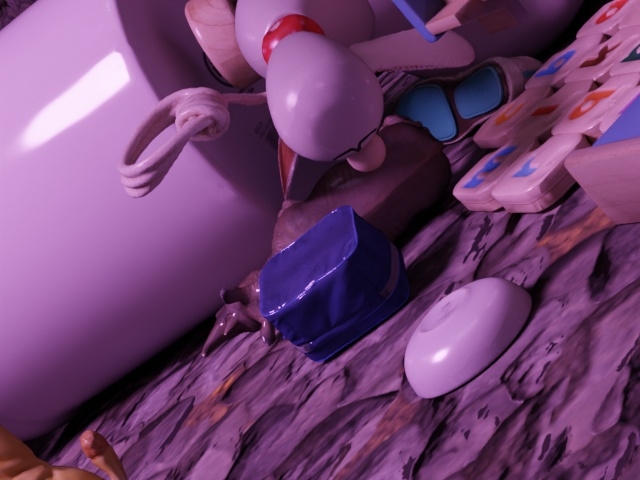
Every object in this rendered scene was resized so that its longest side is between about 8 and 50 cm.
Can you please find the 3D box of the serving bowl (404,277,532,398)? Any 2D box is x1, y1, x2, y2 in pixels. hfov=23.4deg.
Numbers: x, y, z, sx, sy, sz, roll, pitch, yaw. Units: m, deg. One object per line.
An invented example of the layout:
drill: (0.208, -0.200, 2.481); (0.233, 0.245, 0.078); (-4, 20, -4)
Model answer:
serving bowl: (0.076, 0.048, 0.850); (0.083, 0.027, 0.083); (-40, 11, 10)

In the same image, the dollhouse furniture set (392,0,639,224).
dollhouse furniture set: (0.165, -0.188, 0.730); (0.198, 0.303, 0.286); (-47, 13, -16)

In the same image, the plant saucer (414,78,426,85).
plant saucer: (0.112, -0.142, 1.409); (0.119, 0.021, 0.119); (-41, 12, 11)

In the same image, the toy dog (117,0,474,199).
toy dog: (0.004, -0.118, 1.131); (0.220, 0.161, 0.333); (-27, 30, 30)

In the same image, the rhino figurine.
rhino figurine: (0.000, 0.000, 1.141); (0.243, 0.073, 0.106); (-42, 11, -7)

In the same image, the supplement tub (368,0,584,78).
supplement tub: (0.135, -0.304, 1.372); (0.241, 0.241, 0.331); (-36, 13, 28)

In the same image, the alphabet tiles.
alphabet tiles: (0.210, -0.120, 1.024); (0.284, 0.021, 0.278); (-45, 13, -11)

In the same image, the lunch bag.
lunch bag: (0.008, 0.034, 1.028); (0.098, 0.065, 0.067); (-36, 29, 22)

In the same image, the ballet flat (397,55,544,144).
ballet flat: (0.123, -0.111, 1.232); (0.052, 0.057, 0.168); (-17, 4, -27)

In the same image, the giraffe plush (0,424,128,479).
giraffe plush: (-0.193, 0.213, 0.900); (0.210, 0.181, 0.170); (4, 48, 25)

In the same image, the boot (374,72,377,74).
boot: (-0.019, -0.163, 1.734); (0.203, 0.095, 0.262); (-39, 8, 12)

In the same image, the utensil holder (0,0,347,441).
utensil holder: (-0.204, -0.050, 1.372); (0.385, 0.327, 0.327); (-35, 14, 28)
